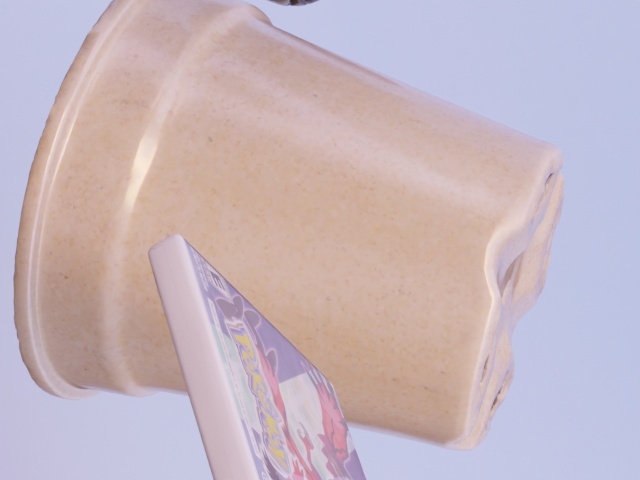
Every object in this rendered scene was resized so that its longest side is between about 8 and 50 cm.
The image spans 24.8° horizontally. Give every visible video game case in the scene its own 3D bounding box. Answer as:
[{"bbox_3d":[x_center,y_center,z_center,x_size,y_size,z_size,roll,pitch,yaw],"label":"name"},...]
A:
[{"bbox_3d":[-0.011,0.115,0.727,0.183,0.023,0.201,49,15,-50],"label":"video game case"}]

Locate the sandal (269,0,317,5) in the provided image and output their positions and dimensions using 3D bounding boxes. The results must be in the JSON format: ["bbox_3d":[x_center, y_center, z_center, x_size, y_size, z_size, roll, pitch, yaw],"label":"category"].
[{"bbox_3d":[0.029,-0.279,1.323,0.219,0.090,0.060,-23,-121,38],"label":"sandal"}]

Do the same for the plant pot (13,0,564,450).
[{"bbox_3d":[0.000,0.000,1.041,0.305,0.334,0.334,17,-44,14],"label":"plant pot"}]
